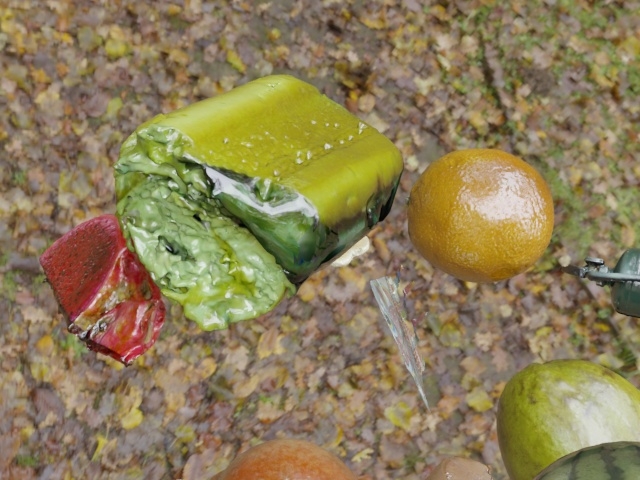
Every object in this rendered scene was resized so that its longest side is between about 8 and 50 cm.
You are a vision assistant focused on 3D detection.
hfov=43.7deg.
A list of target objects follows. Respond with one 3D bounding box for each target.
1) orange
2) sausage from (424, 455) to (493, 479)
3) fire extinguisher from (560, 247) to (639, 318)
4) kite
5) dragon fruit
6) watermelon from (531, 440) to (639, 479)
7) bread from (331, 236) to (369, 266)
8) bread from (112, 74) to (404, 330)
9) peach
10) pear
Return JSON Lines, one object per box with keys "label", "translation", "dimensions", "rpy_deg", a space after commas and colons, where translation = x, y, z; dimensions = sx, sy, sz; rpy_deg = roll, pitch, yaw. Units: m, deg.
{"label": "orange", "translation": [0.283, -0.046, 1.446], "dimensions": [0.264, 0.264, 0.264], "rpy_deg": [9, 62, -17]}
{"label": "sausage", "translation": [0.202, 0.499, 1.403], "dimensions": [0.123, 0.123, 0.252], "rpy_deg": [30, 99, -5]}
{"label": "fire extinguisher", "translation": [0.446, 0.060, 0.994], "dimensions": [0.295, 0.118, 0.093], "rpy_deg": [11, 93, 21]}
{"label": "kite", "translation": [0.084, 0.079, 0.770], "dimensions": [0.016, 0.229, 0.127], "rpy_deg": [-19, 94, 13]}
{"label": "dragon fruit", "translation": [-0.282, 0.064, 1.078], "dimensions": [0.163, 0.189, 0.262], "rpy_deg": [14, 15, -29]}
{"label": "watermelon", "translation": [0.294, 0.366, 0.720], "dimensions": [0.279, 0.279, 0.359], "rpy_deg": [17, 49, -13]}
{"label": "bread", "translation": [0.000, 0.000, 2.130], "dimensions": [0.182, 0.038, 0.251], "rpy_deg": [-35, 47, -25]}
{"label": "bread", "translation": [-0.063, -0.058, 0.941], "dimensions": [0.251, 0.208, 0.376], "rpy_deg": [39, 32, 6]}
{"label": "peach", "translation": [-0.062, 0.401, 1.105], "dimensions": [0.253, 0.252, 0.252], "rpy_deg": [9, 62, -17]}
{"label": "pear", "translation": [0.554, 0.444, 1.694], "dimensions": [0.352, 0.352, 0.413], "rpy_deg": [-26, 75, -30]}
